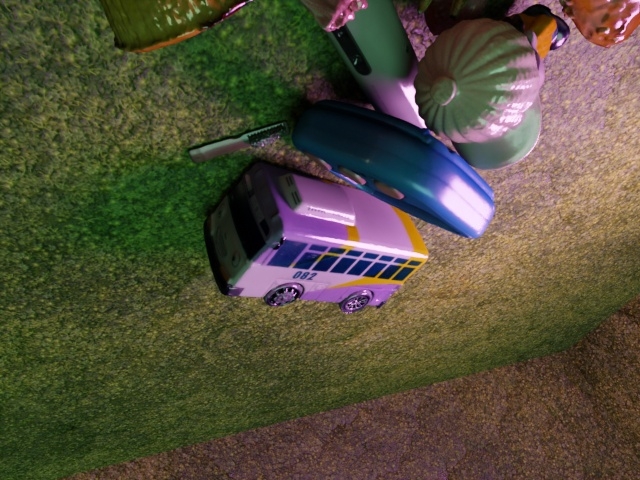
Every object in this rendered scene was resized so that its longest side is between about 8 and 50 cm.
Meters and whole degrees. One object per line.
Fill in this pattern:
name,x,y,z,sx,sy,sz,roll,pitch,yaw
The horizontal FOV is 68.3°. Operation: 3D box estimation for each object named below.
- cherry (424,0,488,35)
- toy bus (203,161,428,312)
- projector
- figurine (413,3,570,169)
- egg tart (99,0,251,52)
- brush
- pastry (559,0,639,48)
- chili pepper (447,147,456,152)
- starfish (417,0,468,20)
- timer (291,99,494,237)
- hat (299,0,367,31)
cherry,0.220,-0.412,0.691,0.107,0.090,0.225,5,126,-25
toy bus,0.000,0.000,1.020,0.440,0.209,0.249,10,134,-38
projector,0.091,-0.300,0.749,0.108,0.108,0.337,-31,144,15
figurine,0.267,-0.278,0.740,0.205,0.332,0.185,34,145,-11
egg tart,-0.169,-0.316,0.520,0.215,0.215,0.170,-24,135,5
brush,-0.147,-0.175,0.867,0.191,0.027,0.034,-17,143,-4
pastry,0.464,-0.448,0.675,0.255,0.162,0.310,-32,157,-28
chili pepper,0.237,-0.179,1.041,0.182,0.050,0.073,-12,137,-17
starfish,0.189,-0.415,0.632,0.217,0.050,0.223,17,104,4
timer,0.127,-0.126,0.833,0.309,0.340,0.115,26,94,-46
hat,-0.018,-0.393,0.504,0.286,0.236,0.107,43,149,-22
